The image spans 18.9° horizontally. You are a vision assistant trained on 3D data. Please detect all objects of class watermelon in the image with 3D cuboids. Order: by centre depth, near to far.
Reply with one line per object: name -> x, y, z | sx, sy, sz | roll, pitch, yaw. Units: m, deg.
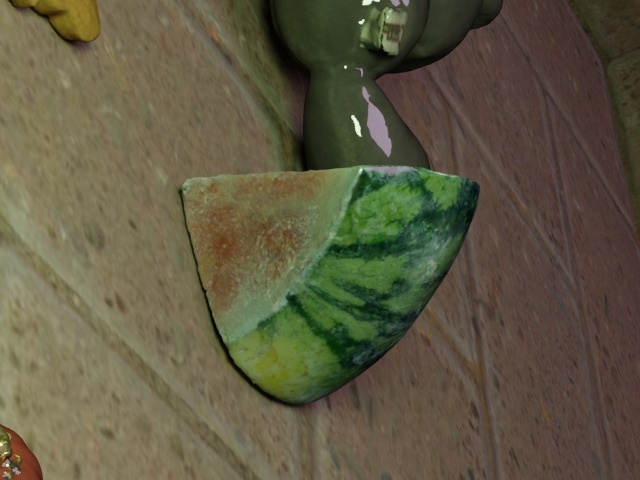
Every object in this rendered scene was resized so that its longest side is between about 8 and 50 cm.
watermelon -> 0.000, 0.000, 1.746 | 0.201, 0.262, 0.213 | 46, 13, 24

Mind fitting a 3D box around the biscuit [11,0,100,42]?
biscuit -> -0.237, -0.282, 1.590 | 0.212, 0.041, 0.239 | 52, 26, -38

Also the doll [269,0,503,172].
doll -> 0.048, -0.203, 2.120 | 0.382, 0.252, 0.379 | -9, 111, -68

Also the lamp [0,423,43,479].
lamp -> -0.211, 0.146, 1.137 | 0.101, 0.090, 0.101 | 25, 31, -16
